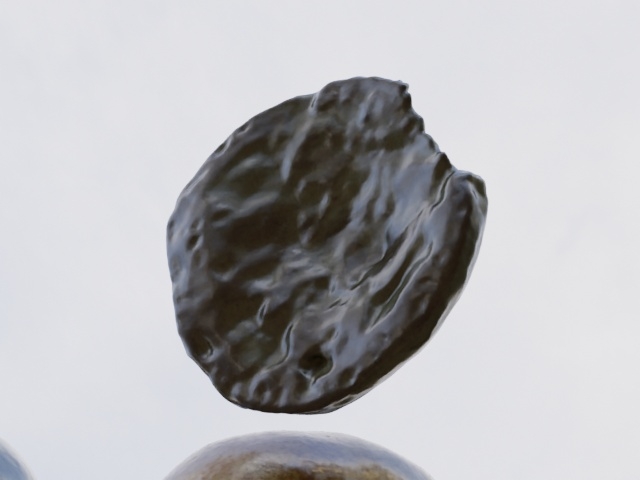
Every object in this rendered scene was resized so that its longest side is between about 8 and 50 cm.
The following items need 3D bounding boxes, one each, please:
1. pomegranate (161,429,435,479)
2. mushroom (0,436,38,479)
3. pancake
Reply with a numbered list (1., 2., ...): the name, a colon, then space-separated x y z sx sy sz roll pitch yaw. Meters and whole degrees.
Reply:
1. pomegranate: -0.013 0.295 1.547 0.319 0.319 0.319 -8 -61 -14
2. mushroom: -0.251 0.238 1.288 0.159 0.329 0.122 -32 -59 -4
3. pancake: 0.000 0.000 1.146 0.222 0.236 0.042 -55 -43 -5
